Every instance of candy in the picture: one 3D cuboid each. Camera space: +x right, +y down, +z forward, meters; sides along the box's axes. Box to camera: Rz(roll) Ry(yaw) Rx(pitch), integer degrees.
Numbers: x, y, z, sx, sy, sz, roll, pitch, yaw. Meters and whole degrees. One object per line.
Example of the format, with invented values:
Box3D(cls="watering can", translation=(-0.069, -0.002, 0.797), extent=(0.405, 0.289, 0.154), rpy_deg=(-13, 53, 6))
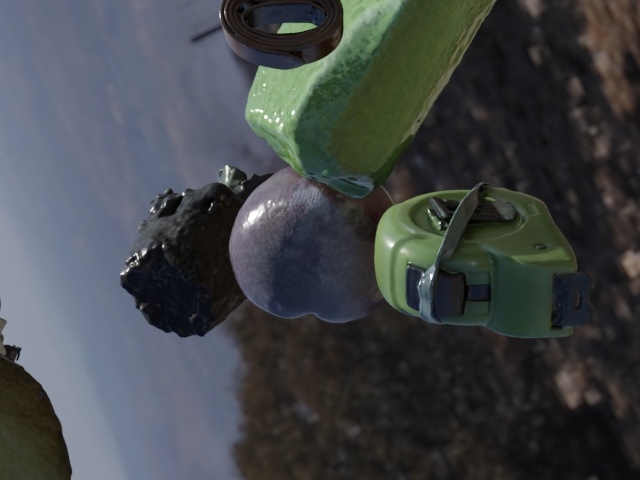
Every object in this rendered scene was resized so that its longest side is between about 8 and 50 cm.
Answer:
Box3D(cls="candy", translation=(0.075, -0.196, 1.498), extent=(0.142, 0.343, 0.132), rpy_deg=(29, -176, -31))

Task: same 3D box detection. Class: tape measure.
Box3D(cls="tape measure", translation=(0.135, 0.010, 1.702), extent=(0.200, 0.175, 0.106), rpy_deg=(-99, 8, -64))

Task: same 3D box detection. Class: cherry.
Box3D(cls="cherry", translation=(-0.003, -0.002, 1.835), extent=(0.140, 0.176, 0.176), rpy_deg=(-85, -20, -51))

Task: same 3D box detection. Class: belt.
Box3D(cls="belt", translation=(-0.026, -0.146, 1.316), extent=(0.036, 0.083, 0.059), rpy_deg=(84, -174, -72))

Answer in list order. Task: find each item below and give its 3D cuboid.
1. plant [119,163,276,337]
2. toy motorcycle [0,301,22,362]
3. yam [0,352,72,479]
Box3D(cls="plant", translation=(-0.120, 0.003, 2.057), extent=(0.131, 0.142, 0.203), rpy_deg=(62, -148, -19))
Box3D(cls="toy motorcycle", translation=(-0.402, 0.123, 2.029), extent=(0.102, 0.150, 0.221), rpy_deg=(31, 157, -32))
Box3D(cls="yam", translation=(-0.277, 0.155, 1.257), extent=(0.304, 0.168, 0.168), rpy_deg=(-26, 91, 57))
